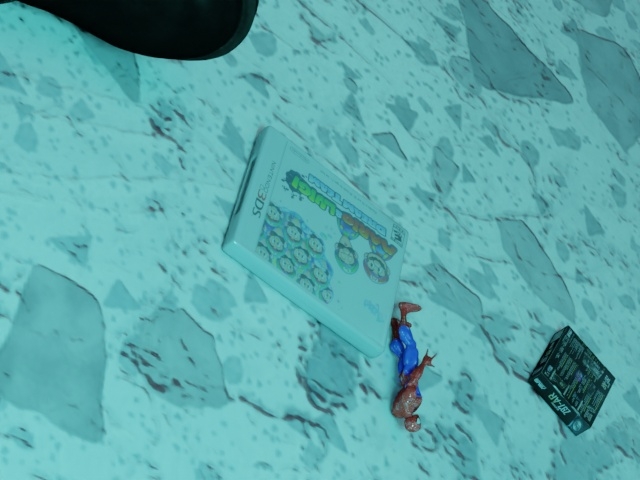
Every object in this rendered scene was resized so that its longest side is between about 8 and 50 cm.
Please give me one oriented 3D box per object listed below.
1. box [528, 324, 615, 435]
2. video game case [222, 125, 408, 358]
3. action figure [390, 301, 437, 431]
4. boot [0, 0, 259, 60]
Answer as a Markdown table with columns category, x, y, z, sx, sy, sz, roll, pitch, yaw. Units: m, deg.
| category | x | y | z | sx | sy | sz | roll | pitch | yaw |
| --- | --- | --- | --- | --- | --- | --- | --- | --- | --- |
| box | 0.221 | 0.122 | 1.561 | 0.067 | 0.018 | 0.083 | 48 | 37 | -7 |
| video game case | 0.000 | 0.000 | 1.425 | 0.157 | 0.019 | 0.143 | 37 | 40 | -20 |
| action figure | 0.071 | 0.103 | 1.402 | 0.030 | 0.038 | 0.115 | 17 | 46 | -15 |
| boot | -0.215 | -0.181 | 1.244 | 0.348 | 0.131 | 0.260 | 28 | 35 | -13 |
